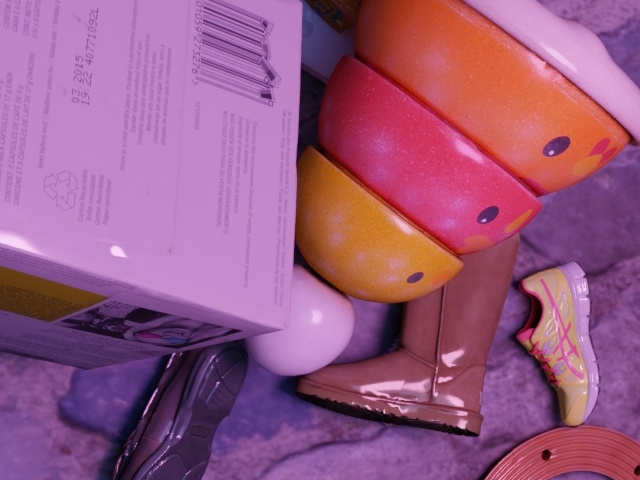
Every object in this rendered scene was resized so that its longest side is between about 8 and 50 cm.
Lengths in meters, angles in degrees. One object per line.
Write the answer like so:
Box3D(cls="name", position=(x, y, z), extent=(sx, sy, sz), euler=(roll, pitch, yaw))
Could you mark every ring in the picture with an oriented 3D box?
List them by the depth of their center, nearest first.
Box3D(cls="ring", position=(0.324, 0.404, 1.680), extent=(0.336, 0.032, 0.337), euler=(0, 91, -18))

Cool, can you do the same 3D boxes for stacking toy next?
Box3D(cls="stacking toy", position=(0.086, -0.052, 1.390), extent=(0.350, 0.350, 0.480), euler=(34, 98, -16))

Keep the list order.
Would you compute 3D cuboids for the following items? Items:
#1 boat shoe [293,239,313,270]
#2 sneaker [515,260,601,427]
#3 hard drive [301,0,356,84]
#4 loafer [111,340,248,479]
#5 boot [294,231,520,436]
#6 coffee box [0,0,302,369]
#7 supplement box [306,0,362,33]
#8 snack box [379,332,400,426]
Box3D(cls="boat shoe", position=(0.000, 0.000, 1.522), extent=(0.277, 0.096, 0.098), euler=(-40, 103, -13))
Box3D(cls="sneaker", position=(0.292, 0.134, 1.642), extent=(0.094, 0.081, 0.209), euler=(-7, 87, -11))
Box3D(cls="hard drive", position=(0.114, -0.242, 1.583), extent=(0.307, 0.040, 0.203), euler=(30, 82, -18))
Box3D(cls="loafer", position=(-0.175, 0.225, 1.494), extent=(0.096, 0.084, 0.268), euler=(33, 84, -48))
Box3D(cls="boot", position=(0.106, 0.084, 1.559), extent=(0.236, 0.089, 0.270), euler=(12, 74, -4))
Box3D(cls="coffee box", position=(-0.253, -0.088, 1.226), extent=(0.338, 0.334, 0.338), euler=(18, 67, -40))
Box3D(cls="supplement box", position=(0.079, -0.351, 1.505), extent=(0.080, 0.078, 0.233), euler=(40, 79, -16))
Box3D(cls="snack box", position=(0.116, 0.142, 1.605), extent=(0.064, 0.022, 0.178), euler=(44, 78, -12))
